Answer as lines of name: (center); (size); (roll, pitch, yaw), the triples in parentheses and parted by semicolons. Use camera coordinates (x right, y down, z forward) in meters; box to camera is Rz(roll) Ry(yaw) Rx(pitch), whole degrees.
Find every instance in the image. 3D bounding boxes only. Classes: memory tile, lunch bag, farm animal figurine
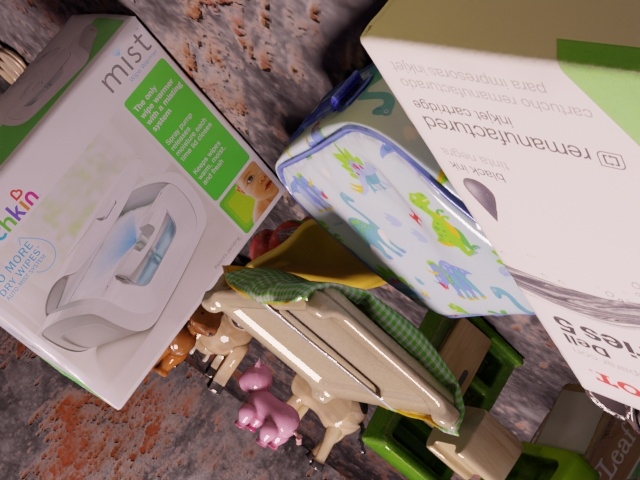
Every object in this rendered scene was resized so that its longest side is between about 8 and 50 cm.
memory tile: (-0.352, -0.194, 1.199); (0.148, 0.012, 0.113); (39, 164, -10)
lunch bag: (0.068, -0.034, 0.626); (0.176, 0.090, 0.219); (39, 166, -10)
farm animal figurine: (-0.098, 0.125, 1.325); (0.330, 0.172, 0.326); (36, 178, -26)

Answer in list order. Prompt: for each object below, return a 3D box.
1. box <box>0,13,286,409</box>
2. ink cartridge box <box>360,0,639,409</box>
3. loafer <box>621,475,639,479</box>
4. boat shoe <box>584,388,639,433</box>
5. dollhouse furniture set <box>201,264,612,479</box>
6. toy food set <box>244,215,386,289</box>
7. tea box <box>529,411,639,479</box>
box: (-0.202, -0.030, 0.897); (0.126, 0.262, 0.231); (16, 154, 49)
ink cartridge box: (0.173, -0.016, 0.412); (0.198, 0.115, 0.273); (19, 157, 46)
loafer: (0.288, 0.186, 0.622); (0.111, 0.112, 0.319); (7, 159, -36)
boat shoe: (0.236, 0.096, 0.636); (0.102, 0.092, 0.285); (38, 164, -5)
dollhouse furniture set: (0.080, 0.076, 0.808); (0.301, 0.151, 0.197); (42, 158, -23)
toy food set: (0.000, 0.000, 0.876); (0.128, 0.071, 0.218); (8, 165, -23)
tea box: (0.277, 0.365, 0.880); (0.323, 0.329, 0.220); (35, 164, 4)
